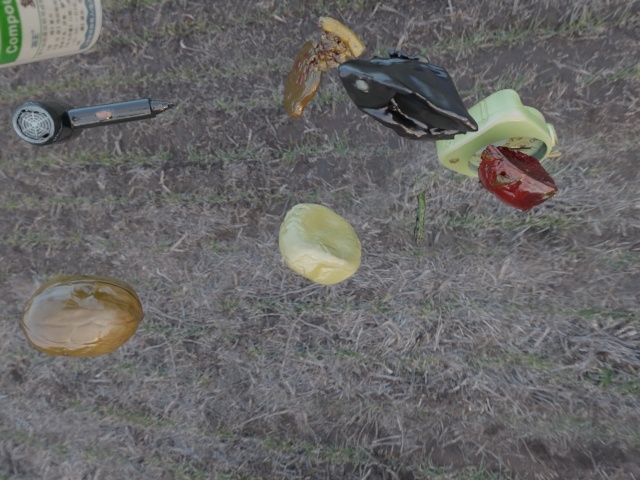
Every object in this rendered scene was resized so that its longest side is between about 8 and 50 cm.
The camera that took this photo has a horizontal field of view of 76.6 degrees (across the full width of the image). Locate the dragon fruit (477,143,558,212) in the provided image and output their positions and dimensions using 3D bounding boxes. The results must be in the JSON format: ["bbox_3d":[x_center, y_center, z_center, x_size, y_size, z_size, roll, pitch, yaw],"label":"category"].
[{"bbox_3d":[0.424,-0.132,0.920,0.120,0.161,0.127,-56,29,41],"label":"dragon fruit"}]

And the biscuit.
[{"bbox_3d":[-0.071,-0.605,1.511,0.257,0.049,0.272,-48,38,40],"label":"biscuit"}]

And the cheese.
[{"bbox_3d":[0.000,0.000,1.057,0.117,0.226,0.213,-44,32,37],"label":"cheese"}]

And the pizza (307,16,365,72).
[{"bbox_3d":[0.024,-0.562,1.218,0.154,0.194,0.069,28,59,-20],"label":"pizza"}]

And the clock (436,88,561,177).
[{"bbox_3d":[0.472,-0.246,1.041,0.235,0.308,0.096,-31,53,51],"label":"clock"}]

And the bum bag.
[{"bbox_3d":[0.107,-0.171,0.465,0.137,0.310,0.074,30,118,0],"label":"bum bag"}]

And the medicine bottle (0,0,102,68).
[{"bbox_3d":[-0.349,-0.234,0.387,0.139,0.237,0.139,11,124,17],"label":"medicine bottle"}]

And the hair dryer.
[{"bbox_3d":[-0.554,-0.320,1.026,0.352,0.189,0.107,-13,111,-9],"label":"hair dryer"}]

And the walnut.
[{"bbox_3d":[-0.456,0.145,0.793,0.167,0.207,0.167,-15,72,56],"label":"walnut"}]

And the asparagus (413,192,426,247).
[{"bbox_3d":[0.298,-0.059,1.216,0.036,0.030,0.165,-3,80,61],"label":"asparagus"}]
